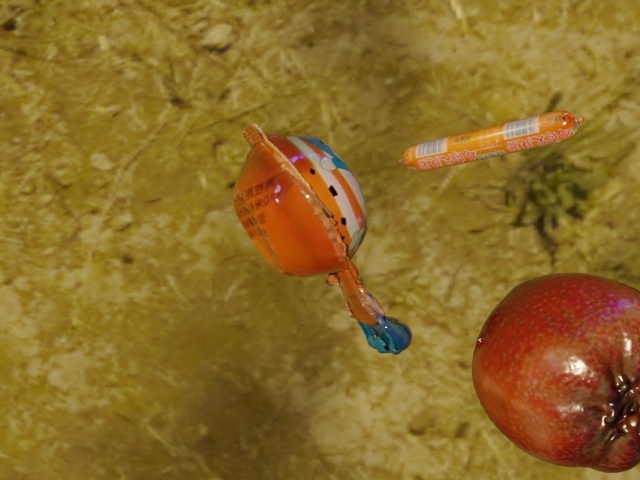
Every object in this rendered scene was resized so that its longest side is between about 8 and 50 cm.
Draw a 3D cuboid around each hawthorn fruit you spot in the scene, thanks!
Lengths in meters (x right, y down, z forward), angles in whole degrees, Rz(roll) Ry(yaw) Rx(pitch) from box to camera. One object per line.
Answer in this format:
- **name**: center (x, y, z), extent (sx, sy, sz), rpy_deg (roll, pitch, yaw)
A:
- **hawthorn fruit**: center (0.212, 0.103, 0.946), extent (0.169, 0.188, 0.169), rpy_deg (-7, 114, -16)

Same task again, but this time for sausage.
- **sausage**: center (0.284, -0.166, 1.889), extent (0.053, 0.348, 0.053), rpy_deg (21, 64, -52)

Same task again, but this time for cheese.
- **cheese**: center (0.000, 0.000, 1.354), extent (0.129, 0.217, 0.329), rpy_deg (-35, 96, -12)
